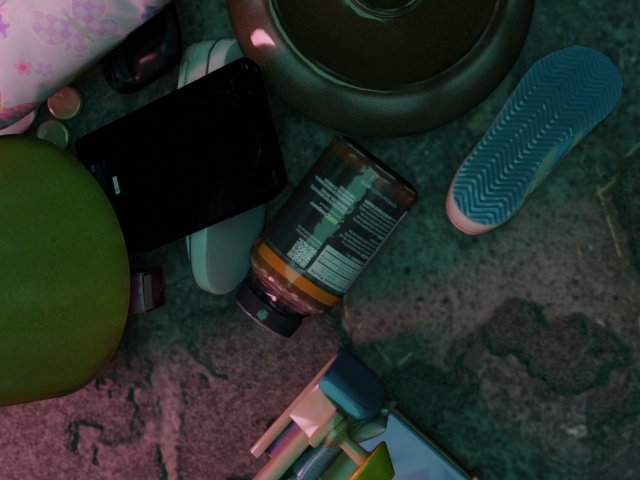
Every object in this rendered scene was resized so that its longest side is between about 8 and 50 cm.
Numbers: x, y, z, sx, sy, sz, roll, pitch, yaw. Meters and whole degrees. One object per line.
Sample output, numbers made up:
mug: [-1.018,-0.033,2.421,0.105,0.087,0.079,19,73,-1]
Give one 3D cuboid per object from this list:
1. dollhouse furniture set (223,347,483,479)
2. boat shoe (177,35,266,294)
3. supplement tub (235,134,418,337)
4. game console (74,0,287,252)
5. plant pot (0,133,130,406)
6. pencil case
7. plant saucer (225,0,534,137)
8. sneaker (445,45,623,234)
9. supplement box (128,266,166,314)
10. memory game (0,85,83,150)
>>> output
dollhouse furniture set: [0.001,0.269,1.053,0.198,0.303,0.286,41,97,4]
boat shoe: [-0.110,-0.076,1.162,0.084,0.095,0.258,4,86,36]
supplement tub: [0.000,0.000,1.137,0.106,0.106,0.198,39,97,3]
game console: [-0.162,-0.179,1.124,0.213,0.044,0.361,-20,76,28]
plant pot: [-0.374,0.047,1.047,0.275,0.293,0.274,5,100,29]
pencil case: [-0.265,-0.212,1.090,0.273,0.113,0.124,-30,123,23]
plant saucer: [0.062,-0.256,1.111,0.311,0.050,0.310,0,89,-4]
sneaker: [0.202,-0.100,1.120,0.087,0.092,0.228,44,78,5]
supplement box: [-0.195,0.052,1.174,0.055,0.083,0.043,-3,93,8]
memory game: [-0.342,-0.153,1.216,0.186,0.012,0.186,0,93,6]
